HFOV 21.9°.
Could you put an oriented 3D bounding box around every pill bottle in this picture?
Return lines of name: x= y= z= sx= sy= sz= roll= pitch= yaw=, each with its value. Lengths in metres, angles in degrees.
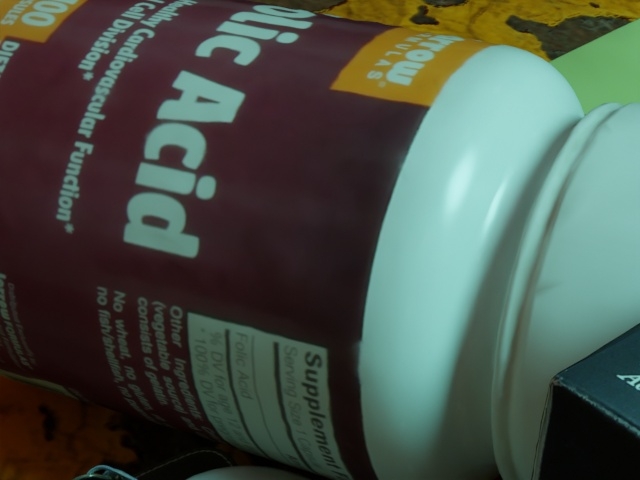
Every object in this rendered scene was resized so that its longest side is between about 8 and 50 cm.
pill bottle: x=0.000 y=0.000 z=0.821 sx=0.392 sy=0.224 sz=0.224 roll=13 pitch=37 yaw=25

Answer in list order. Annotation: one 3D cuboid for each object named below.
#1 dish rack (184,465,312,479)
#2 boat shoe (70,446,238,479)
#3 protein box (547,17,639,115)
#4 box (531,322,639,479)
dish rack: x=-0.009 y=0.251 z=0.654 sx=0.285 sy=0.072 sz=0.333 roll=22 pitch=41 yaw=20
boat shoe: x=-0.100 y=0.146 z=0.789 sx=0.066 sy=0.066 sz=0.183 roll=28 pitch=43 yaw=27
protein box: x=0.209 y=-0.013 z=0.974 sx=0.201 sy=0.136 sz=0.200 roll=-27 pitch=48 yaw=-36
box: x=0.299 y=0.134 z=0.611 sx=0.312 sy=0.179 sz=0.343 roll=-26 pitch=45 yaw=-35
